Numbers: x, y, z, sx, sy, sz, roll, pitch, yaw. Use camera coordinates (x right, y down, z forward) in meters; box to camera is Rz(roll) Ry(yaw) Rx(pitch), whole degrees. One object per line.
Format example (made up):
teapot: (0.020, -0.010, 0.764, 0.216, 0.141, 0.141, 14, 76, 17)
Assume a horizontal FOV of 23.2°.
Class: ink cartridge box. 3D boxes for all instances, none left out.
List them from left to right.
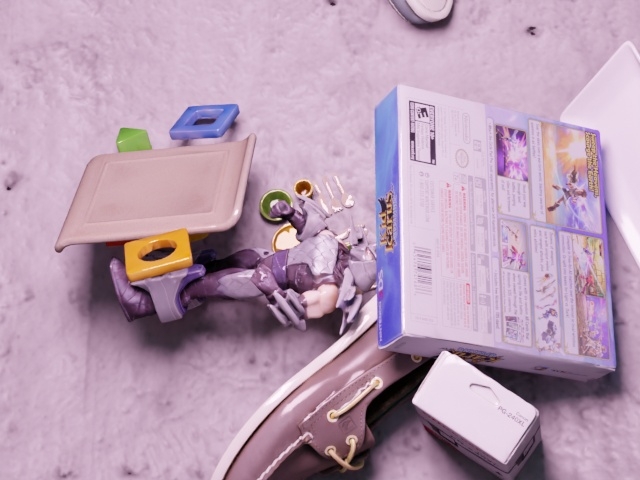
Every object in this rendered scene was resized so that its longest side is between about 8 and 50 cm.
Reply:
ink cartridge box: (0.154, 0.175, 1.516, 0.109, 0.150, 0.063, 33, 81, 16)

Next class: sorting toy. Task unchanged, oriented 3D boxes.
sorting toy: (-0.164, -0.040, 1.603, 0.196, 0.047, 0.347, -9, 30, 9)

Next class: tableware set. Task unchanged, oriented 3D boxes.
tableware set: (0.000, 0.000, 1.670, 0.104, 0.024, 0.154, -23, 69, -3)

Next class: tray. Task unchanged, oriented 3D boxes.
tray: (0.350, -0.059, 1.609, 0.030, 0.145, 0.270, -10, 64, -33)

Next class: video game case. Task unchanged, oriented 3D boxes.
video game case: (0.175, -0.005, 1.573, 0.244, 0.061, 0.269, 10, 66, -23)

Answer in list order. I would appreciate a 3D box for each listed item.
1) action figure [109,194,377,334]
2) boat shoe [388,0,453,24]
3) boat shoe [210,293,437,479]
action figure: (-0.060, 0.031, 1.583, 0.285, 0.185, 0.099, -7, 113, 12)
boat shoe: (0.052, -0.372, 1.788, 0.099, 0.116, 0.319, -36, 71, 38)
boat shoe: (0.023, 0.169, 1.557, 0.097, 0.116, 0.324, 39, 72, 21)
